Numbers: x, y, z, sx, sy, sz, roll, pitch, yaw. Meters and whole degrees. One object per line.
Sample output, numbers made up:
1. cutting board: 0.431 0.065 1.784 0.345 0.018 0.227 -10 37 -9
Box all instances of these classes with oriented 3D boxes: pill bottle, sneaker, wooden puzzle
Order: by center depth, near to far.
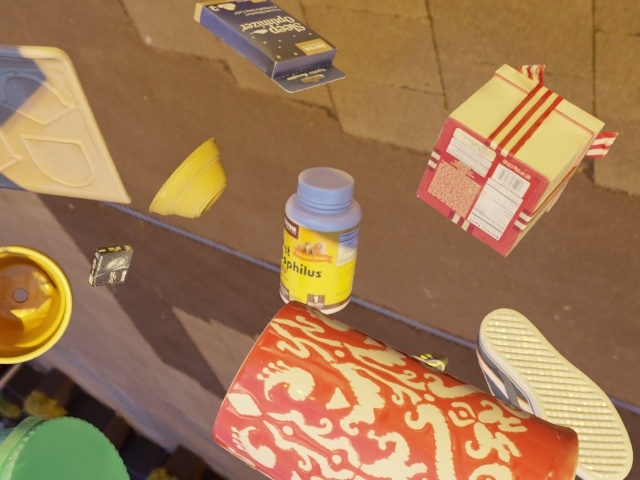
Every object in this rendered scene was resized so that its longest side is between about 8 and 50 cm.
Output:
1. pill bottle: 0.000 0.000 1.146 0.117 0.117 0.214 23 124 28
2. wooden puzzle: -0.488 -0.198 1.188 0.322 0.080 0.347 8 146 13
3. sneaker: 0.379 0.263 1.225 0.321 0.126 0.127 57 167 28
4. sneaker: 0.187 0.213 1.292 0.083 0.035 0.031 4 112 45

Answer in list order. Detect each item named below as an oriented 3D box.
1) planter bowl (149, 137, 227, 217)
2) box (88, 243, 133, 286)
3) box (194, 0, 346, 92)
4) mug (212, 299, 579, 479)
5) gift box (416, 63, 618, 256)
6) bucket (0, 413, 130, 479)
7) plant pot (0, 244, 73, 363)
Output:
1. planter bowl: -0.268 -0.115 1.621 0.090 0.217 0.217 42 155 -2
2. box: -0.388 0.047 1.370 0.018 0.067 0.083 51 130 33
3. box: -0.073 -0.313 1.155 0.225 0.136 0.036 42 134 23
4. mug: 0.036 0.118 0.423 0.169 0.113 0.150 28 166 9
5. gift box: 0.375 -0.167 1.404 0.255 0.258 0.276 39 143 13
6. bucket: -0.366 0.352 0.896 0.183 0.281 0.281 -20 128 15
7. plant pot: -0.689 0.132 1.676 0.254 0.254 0.239 44 171 -13
